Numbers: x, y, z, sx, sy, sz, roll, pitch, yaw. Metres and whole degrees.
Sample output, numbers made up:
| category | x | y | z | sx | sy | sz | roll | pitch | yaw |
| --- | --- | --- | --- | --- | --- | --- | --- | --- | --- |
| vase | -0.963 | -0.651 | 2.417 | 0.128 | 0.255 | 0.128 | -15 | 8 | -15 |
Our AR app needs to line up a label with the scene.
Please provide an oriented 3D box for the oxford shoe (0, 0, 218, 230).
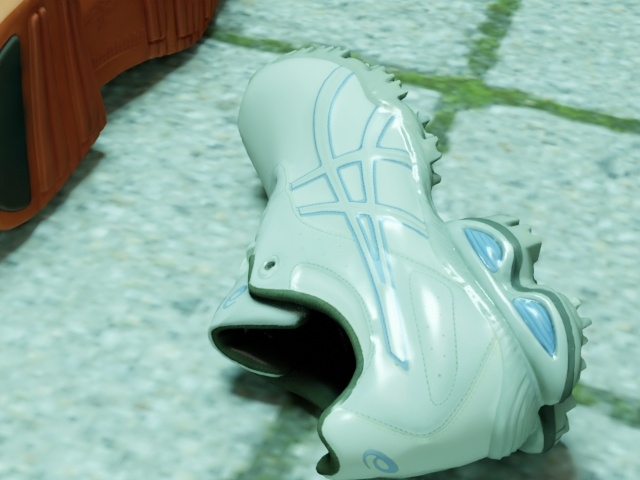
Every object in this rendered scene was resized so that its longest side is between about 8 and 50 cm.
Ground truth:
| category | x | y | z | sx | sy | sz | roll | pitch | yaw |
| --- | --- | --- | --- | --- | --- | --- | --- | --- | --- |
| oxford shoe | -0.106 | -0.107 | 0.501 | 0.098 | 0.096 | 0.271 | 10 | 36 | 16 |

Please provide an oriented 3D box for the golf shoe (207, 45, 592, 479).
| category | x | y | z | sx | sy | sz | roll | pitch | yaw |
| --- | --- | --- | --- | --- | --- | --- | --- | --- | --- |
| golf shoe | 0.000 | 0.000 | 0.390 | 0.086 | 0.069 | 0.176 | -18 | 40 | -19 |
